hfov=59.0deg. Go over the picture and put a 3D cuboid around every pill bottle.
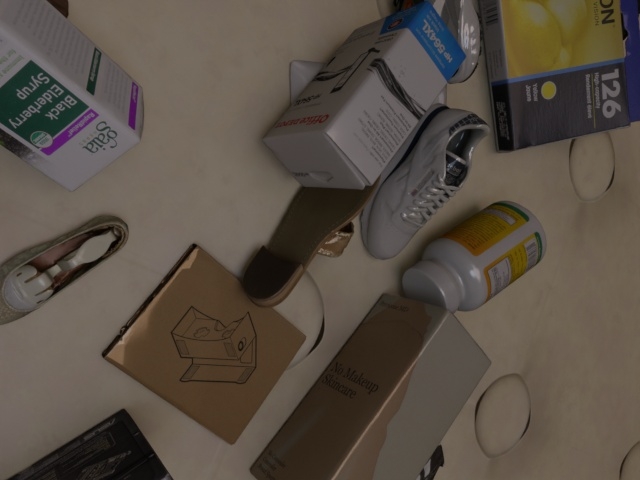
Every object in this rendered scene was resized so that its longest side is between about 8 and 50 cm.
[{"bbox_3d":[0.226,0.033,0.841,0.208,0.117,0.118,-30,109,-26],"label":"pill bottle"}]

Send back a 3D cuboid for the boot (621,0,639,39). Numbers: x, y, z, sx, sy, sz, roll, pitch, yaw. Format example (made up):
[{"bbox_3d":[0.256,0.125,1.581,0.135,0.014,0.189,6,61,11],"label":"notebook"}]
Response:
[{"bbox_3d":[0.481,-0.474,0.988,0.161,0.083,0.247,13,88,-20],"label":"boot"}]

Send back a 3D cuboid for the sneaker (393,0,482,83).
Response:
[{"bbox_3d":[0.151,-0.352,0.772,0.107,0.100,0.272,-13,101,-25],"label":"sneaker"}]

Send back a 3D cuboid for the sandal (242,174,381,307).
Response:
[{"bbox_3d":[-0.005,-0.003,0.733,0.240,0.088,0.079,-50,149,-18],"label":"sandal"}]

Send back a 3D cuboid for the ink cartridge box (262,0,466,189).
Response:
[{"bbox_3d":[0.047,-0.163,0.658,0.086,0.148,0.203,46,71,-27],"label":"ink cartridge box"}]

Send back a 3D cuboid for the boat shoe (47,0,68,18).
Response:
[{"bbox_3d":[-0.323,-0.245,0.513,0.183,0.066,0.066,29,72,-37],"label":"boat shoe"}]

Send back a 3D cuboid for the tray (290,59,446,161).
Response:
[{"bbox_3d":[0.083,-0.167,0.785,0.270,0.030,0.145,-5,96,-31],"label":"tray"}]

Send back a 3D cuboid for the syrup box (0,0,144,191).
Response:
[{"bbox_3d":[-0.270,-0.157,0.481,0.093,0.096,0.237,-31,134,17],"label":"syrup box"}]

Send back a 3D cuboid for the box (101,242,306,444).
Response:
[{"bbox_3d":[-0.130,0.128,0.687,0.201,0.021,0.164,45,72,-26],"label":"box"}]

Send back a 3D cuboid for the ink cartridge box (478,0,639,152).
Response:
[{"bbox_3d":[0.411,-0.318,0.908,0.307,0.072,0.304,-14,101,-11],"label":"ink cartridge box"}]

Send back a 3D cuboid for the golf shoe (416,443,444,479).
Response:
[{"bbox_3d":[0.118,0.366,0.830,0.198,0.077,0.094,-40,114,-21],"label":"golf shoe"}]

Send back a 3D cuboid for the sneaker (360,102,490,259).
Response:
[{"bbox_3d":[0.138,-0.072,0.771,0.090,0.095,0.235,18,103,-39],"label":"sneaker"}]

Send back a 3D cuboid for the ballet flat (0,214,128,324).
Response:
[{"bbox_3d":[-0.270,0.026,0.572,0.168,0.052,0.057,-40,114,-22],"label":"ballet flat"}]

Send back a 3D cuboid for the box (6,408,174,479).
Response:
[{"bbox_3d":[-0.256,0.271,0.528,0.231,0.183,0.056,-30,110,-27],"label":"box"}]

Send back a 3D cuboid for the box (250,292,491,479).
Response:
[{"bbox_3d":[0.070,0.232,0.749,0.121,0.148,0.311,48,69,-25],"label":"box"}]
